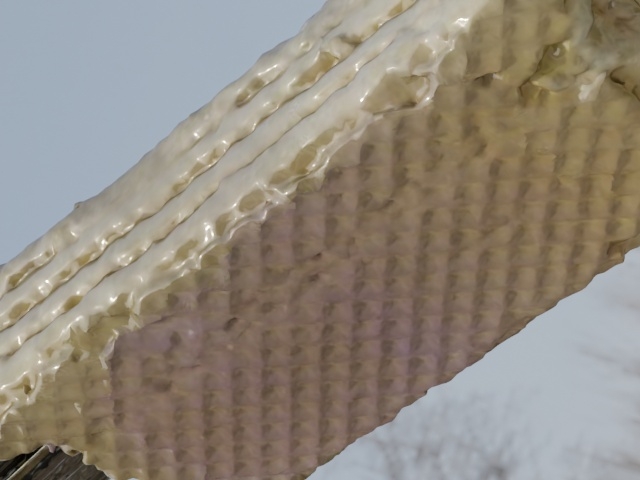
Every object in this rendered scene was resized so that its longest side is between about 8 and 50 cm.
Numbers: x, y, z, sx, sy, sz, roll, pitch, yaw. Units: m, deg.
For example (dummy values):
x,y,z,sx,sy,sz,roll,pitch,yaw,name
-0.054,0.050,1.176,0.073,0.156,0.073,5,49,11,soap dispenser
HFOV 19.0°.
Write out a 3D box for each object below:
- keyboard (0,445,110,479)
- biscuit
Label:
x,y,z,sx,sy,sz,roll,pitch,yaw,name
-0.103,0.086,0.690,0.317,0.027,0.106,-43,-10,-14,keyboard
0.000,0.000,0.543,0.108,0.239,0.062,33,-148,-35,biscuit
